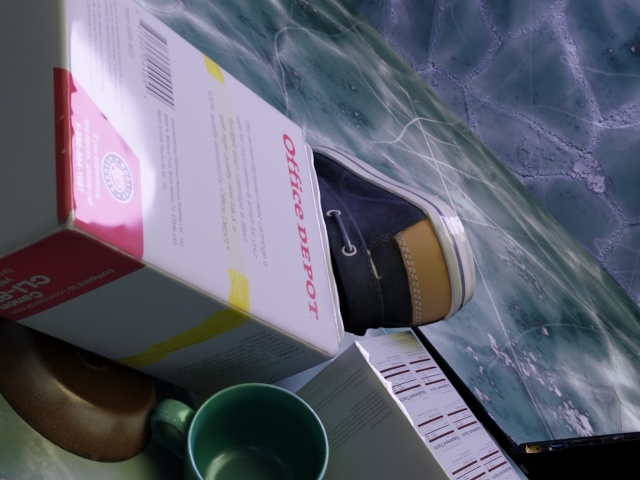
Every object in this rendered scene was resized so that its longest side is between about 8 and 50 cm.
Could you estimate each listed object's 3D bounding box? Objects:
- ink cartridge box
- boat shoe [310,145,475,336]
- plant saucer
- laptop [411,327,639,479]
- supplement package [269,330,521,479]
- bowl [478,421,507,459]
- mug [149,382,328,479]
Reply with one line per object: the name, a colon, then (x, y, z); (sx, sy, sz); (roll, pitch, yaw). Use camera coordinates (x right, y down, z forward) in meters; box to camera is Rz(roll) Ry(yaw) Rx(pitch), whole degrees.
ink cartridge box: (-0.159, -0.038, 1.098); (0.384, 0.160, 0.279); (33, 41, -50)
boat shoe: (0.000, 0.000, 1.404); (0.500, 0.156, 0.187); (26, -48, 65)
plant saucer: (-0.222, 0.113, 1.095); (0.198, 0.036, 0.199); (40, 22, -20)
laptop: (0.335, 0.221, 1.491); (0.382, 0.407, 0.236); (52, 34, -53)
supplement package: (0.056, 0.232, 1.192); (0.203, 0.194, 0.149); (54, 23, 17)
bowl: (0.128, 0.284, 1.362); (0.170, 0.080, 0.170); (6, 61, -12)
mug: (-0.070, 0.203, 1.103); (0.129, 0.097, 0.158); (-25, 60, -25)
